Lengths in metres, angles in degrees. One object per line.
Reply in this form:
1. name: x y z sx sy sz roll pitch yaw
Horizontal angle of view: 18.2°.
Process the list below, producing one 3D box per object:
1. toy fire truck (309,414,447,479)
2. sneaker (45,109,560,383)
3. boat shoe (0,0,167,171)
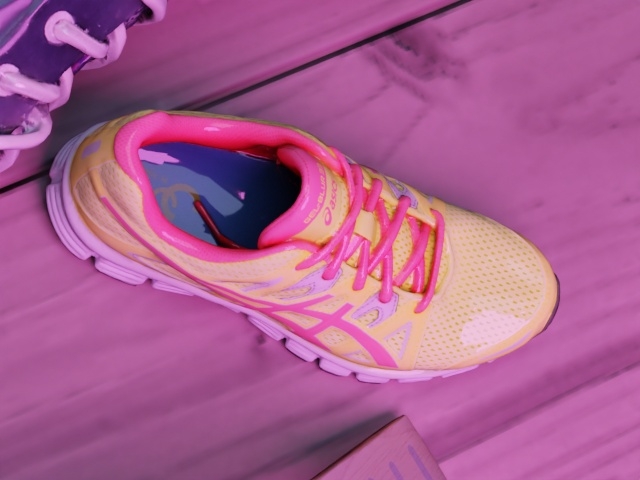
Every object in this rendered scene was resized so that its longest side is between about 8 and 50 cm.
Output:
1. toy fire truck: -0.011 0.179 0.707 0.246 0.158 0.217 -31 105 -21
2. sneaker: 0.000 0.000 0.771 0.208 0.094 0.081 14 73 -12
3. boat shoe: -0.109 -0.088 0.758 0.340 0.127 0.158 -4 82 -6
